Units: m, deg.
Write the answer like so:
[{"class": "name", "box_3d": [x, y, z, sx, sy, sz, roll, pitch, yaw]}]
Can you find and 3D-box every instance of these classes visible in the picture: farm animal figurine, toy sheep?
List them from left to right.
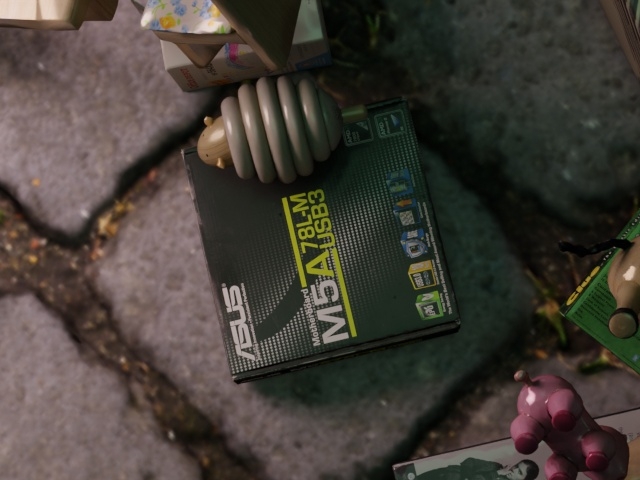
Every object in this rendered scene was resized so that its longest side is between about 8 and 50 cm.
[{"class": "toy sheep", "box_3d": [-0.029, -0.084, 1.375, 0.132, 0.091, 0.091, -18, 81, 1]}, {"class": "farm animal figurine", "box_3d": [0.280, 0.163, 1.278, 0.327, 0.172, 0.330, 17, 118, 2]}]

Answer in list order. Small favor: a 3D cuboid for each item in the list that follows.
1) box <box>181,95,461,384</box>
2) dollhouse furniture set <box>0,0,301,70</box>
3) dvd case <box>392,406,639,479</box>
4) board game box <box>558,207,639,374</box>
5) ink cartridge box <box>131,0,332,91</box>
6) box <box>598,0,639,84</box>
[{"class": "box", "box_3d": [0.000, 0.000, 1.424, 0.184, 0.045, 0.190, -12, 80, 0]}, {"class": "dollhouse furniture set", "box_3d": [-0.194, -0.350, 1.327, 0.362, 0.256, 0.394, 5, 71, 25]}, {"class": "dvd case", "box_3d": [0.190, 0.232, 1.389, 0.239, 0.029, 0.179, -13, 81, 1]}, {"class": "board game box", "box_3d": [0.320, 0.080, 1.365, 0.260, 0.030, 0.136, 38, 96, -7]}, {"class": "ink cartridge box", "box_3d": [-0.071, -0.176, 1.430, 0.143, 0.092, 0.090, -11, 82, 3]}, {"class": "box", "box_3d": [0.283, -0.162, 1.398, 0.094, 0.113, 0.275, -25, 80, 1]}]
